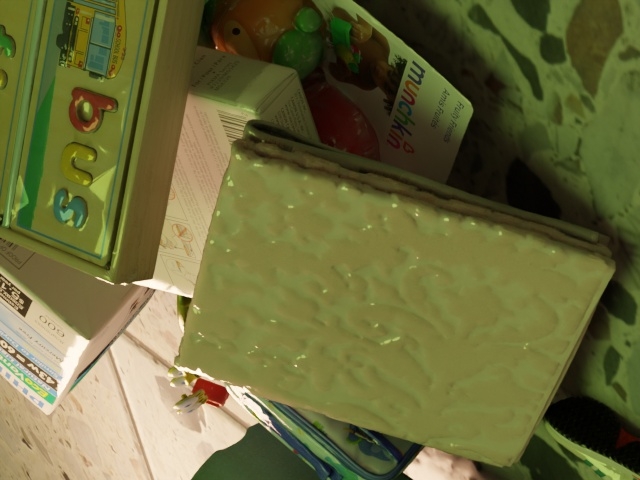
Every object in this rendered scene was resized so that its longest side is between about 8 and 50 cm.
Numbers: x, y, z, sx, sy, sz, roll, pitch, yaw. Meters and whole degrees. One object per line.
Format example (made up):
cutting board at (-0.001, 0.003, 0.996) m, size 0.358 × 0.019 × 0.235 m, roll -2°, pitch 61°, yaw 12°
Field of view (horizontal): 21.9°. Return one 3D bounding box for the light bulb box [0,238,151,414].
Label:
light bulb box at (-0.387, -0.006, 2.130) m, size 0.358 × 0.225 × 0.361 m, roll 40°, pitch 153°, yaw 1°

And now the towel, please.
towel at (0.055, 0.058, 1.433) m, size 0.332 × 0.053 × 0.317 m, roll 18°, pitch 137°, yaw 0°

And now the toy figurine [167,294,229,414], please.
toy figurine at (-0.034, 0.097, 1.829) m, size 0.217 × 0.191 × 0.362 m, roll 19°, pitch 154°, yaw 8°

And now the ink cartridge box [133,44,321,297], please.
ink cartridge box at (-0.103, -0.050, 1.516) m, size 0.261 × 0.066 × 0.296 m, roll 16°, pitch 142°, yaw 33°

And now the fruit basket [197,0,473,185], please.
fruit basket at (-0.034, -0.132, 1.507) m, size 0.353 × 0.165 × 0.327 m, roll 47°, pitch 153°, yaw 17°

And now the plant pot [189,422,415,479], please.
plant pot at (0.027, 0.370, 1.735) m, size 0.334 × 0.341 × 0.341 m, roll 37°, pitch 147°, yaw 41°

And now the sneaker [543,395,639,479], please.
sneaker at (0.256, 0.200, 1.451) m, size 0.161 × 0.057 × 0.075 m, roll 29°, pitch 136°, yaw 43°

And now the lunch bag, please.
lunch bag at (0.020, 0.137, 1.647) m, size 0.219 × 0.176 × 0.090 m, roll 41°, pitch 153°, yaw 7°

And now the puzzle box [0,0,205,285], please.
puzzle box at (-0.221, -0.193, 1.415) m, size 0.272 × 0.052 × 0.408 m, roll 19°, pitch 104°, yaw 32°
